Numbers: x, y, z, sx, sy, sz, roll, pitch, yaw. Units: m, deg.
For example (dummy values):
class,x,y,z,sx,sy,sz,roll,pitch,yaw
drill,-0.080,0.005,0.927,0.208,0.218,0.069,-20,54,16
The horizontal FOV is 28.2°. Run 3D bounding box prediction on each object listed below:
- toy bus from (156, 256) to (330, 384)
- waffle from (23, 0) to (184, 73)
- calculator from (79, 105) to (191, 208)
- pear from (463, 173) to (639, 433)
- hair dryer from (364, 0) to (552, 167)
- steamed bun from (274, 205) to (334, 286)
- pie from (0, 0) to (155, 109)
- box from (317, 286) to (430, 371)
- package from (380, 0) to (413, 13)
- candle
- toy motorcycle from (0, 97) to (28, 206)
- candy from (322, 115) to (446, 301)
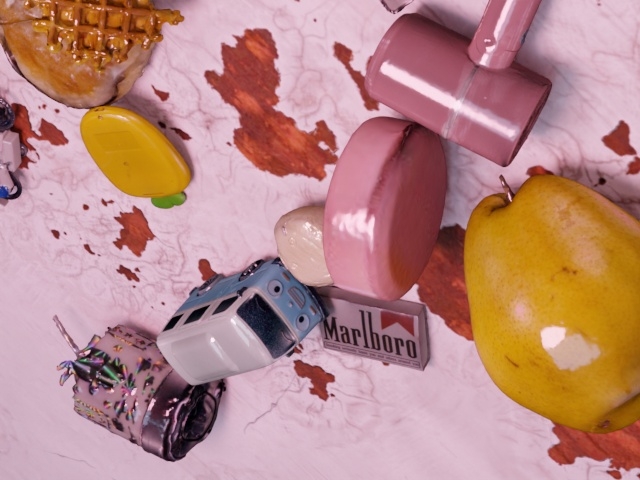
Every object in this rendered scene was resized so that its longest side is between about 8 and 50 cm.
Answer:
class,x,y,z,sx,sy,sz,roll,pitch,yaw
toy bus,-0.131,0.135,2.002,0.133,0.165,0.271,52,143,-13
waffle,-0.298,-0.356,1.729,0.231,0.051,0.228,-35,103,0
calculator,-0.281,-0.123,1.959,0.146,0.032,0.235,-4,140,27
pear,0.314,0.082,1.626,0.336,0.285,0.285,33,135,10
hair dryer,0.206,-0.280,1.536,0.210,0.125,0.352,29,125,11
steamed bun,0.000,0.000,1.882,0.112,0.091,0.130,-18,114,38
pie,-0.388,-0.348,1.864,0.339,0.077,0.339,17,128,23
box,0.080,0.136,1.979,0.177,0.036,0.115,10,128,26
package,0.131,-0.386,1.498,0.239,0.030,0.154,-28,79,44
candle,-0.342,0.244,2.228,0.330,0.187,0.187,24,133,16
toy motorcycle,-0.569,-0.155,2.112,0.150,0.102,0.221,12,130,8
candy,0.088,-0.048,1.682,0.094,0.255,0.255,13,130,24
